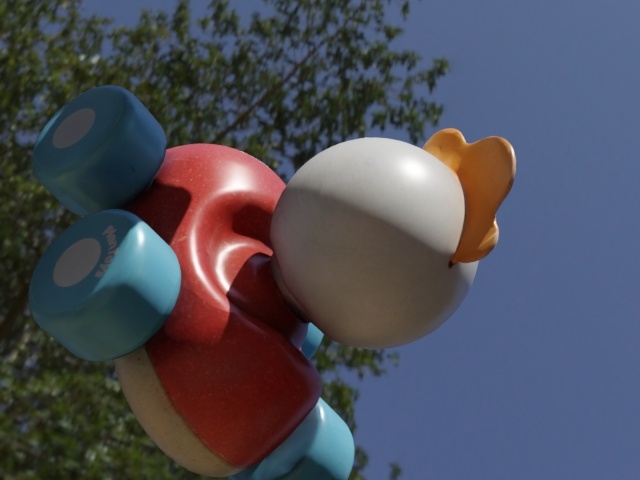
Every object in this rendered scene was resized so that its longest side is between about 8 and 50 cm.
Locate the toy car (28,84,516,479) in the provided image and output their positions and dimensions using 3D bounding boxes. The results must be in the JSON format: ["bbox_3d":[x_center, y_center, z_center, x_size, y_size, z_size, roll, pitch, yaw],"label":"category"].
[{"bbox_3d":[0.000,0.000,0.705,0.238,0.210,0.219,-28,-49,14],"label":"toy car"}]
